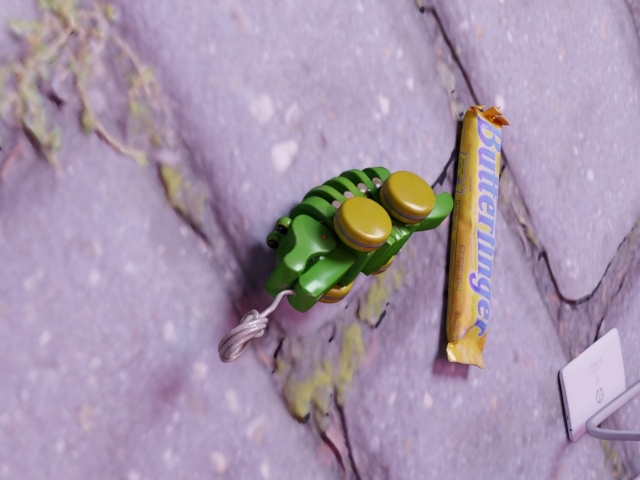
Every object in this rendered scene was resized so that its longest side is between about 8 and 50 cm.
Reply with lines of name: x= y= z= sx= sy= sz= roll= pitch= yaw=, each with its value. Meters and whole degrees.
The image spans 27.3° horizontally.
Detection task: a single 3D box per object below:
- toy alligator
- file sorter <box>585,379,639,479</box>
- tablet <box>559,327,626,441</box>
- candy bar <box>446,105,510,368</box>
toy alligator: x=0.000 y=0.000 z=0.664 sx=0.051 sy=0.056 sz=0.189 roll=46 pitch=44 yaw=13
file sorter: x=0.312 y=0.228 z=0.903 sx=0.173 sy=0.193 sz=0.278 roll=-22 pitch=103 yaw=-50
tablet: x=0.193 y=0.101 z=0.925 sx=0.083 sy=0.006 sz=0.054 roll=-27 pitch=111 yaw=-46
candy bar: x=0.094 y=-0.004 z=0.796 sx=0.040 sy=0.018 sz=0.161 roll=11 pitch=83 yaw=-50
